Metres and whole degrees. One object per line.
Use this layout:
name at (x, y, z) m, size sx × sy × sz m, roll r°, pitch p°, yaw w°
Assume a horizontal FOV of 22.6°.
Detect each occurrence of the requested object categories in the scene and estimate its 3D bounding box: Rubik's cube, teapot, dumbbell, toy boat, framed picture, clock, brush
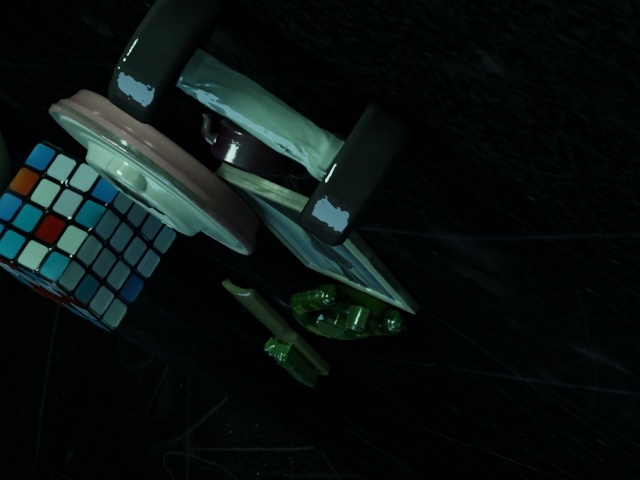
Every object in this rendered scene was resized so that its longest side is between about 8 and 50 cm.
Rubik's cube at (-0.299, -0.005, 1.966) m, size 0.151 × 0.154 × 0.155 m, roll 24°, pitch 166°, yaw 32°
teapot at (-0.048, -0.078, 1.273) m, size 0.100 × 0.045 × 0.068 m, roll 16°, pitch -166°, yaw -7°
dumbbell at (-0.041, -0.085, 1.079) m, size 0.191 × 0.100 × 0.100 m, roll 34°, pitch 169°, yaw -2°
toy boat at (0.024, 0.078, 1.698) m, size 0.104 × 0.052 × 0.210 m, roll 20°, pitch 170°, yaw -11°
framed picture at (0.000, 0.000, 1.539) m, size 0.150 × 0.015 × 0.203 m, roll 24°, pitch 166°, yaw 35°
clock at (-0.164, -0.061, 1.575) m, size 0.244 × 0.056 × 0.244 m, roll 35°, pitch 171°, yaw 6°
brush at (-0.062, 0.129, 2.178) m, size 0.054 × 0.048 × 0.282 m, roll 22°, pitch 163°, yaw 31°

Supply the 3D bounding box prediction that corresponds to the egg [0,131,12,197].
egg at (-0.491, -0.090, 1.967) m, size 0.218 × 0.218 × 0.295 m, roll 28°, pitch 177°, yaw 22°
